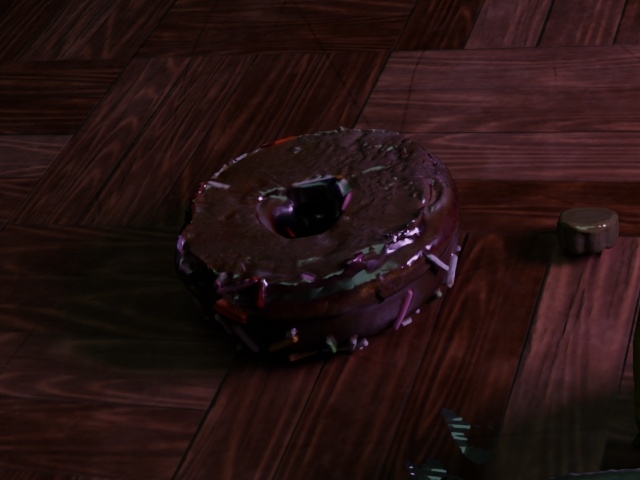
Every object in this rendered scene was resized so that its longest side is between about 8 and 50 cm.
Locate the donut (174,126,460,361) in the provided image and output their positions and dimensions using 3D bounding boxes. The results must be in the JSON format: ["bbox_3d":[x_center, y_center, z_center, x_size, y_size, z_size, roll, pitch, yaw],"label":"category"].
[{"bbox_3d":[0.000,0.000,1.275,0.269,0.103,0.270,-11,34,8],"label":"donut"}]

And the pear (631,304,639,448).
[{"bbox_3d":[0.321,0.054,0.958,0.164,0.255,0.238,-36,36,-25],"label":"pear"}]

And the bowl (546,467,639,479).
[{"bbox_3d":[0.259,0.235,0.744,0.337,0.337,0.158,2,67,22],"label":"bowl"}]

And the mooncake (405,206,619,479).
[{"bbox_3d":[0.165,0.075,1.151,0.347,0.057,0.150,-41,30,-27],"label":"mooncake"}]
